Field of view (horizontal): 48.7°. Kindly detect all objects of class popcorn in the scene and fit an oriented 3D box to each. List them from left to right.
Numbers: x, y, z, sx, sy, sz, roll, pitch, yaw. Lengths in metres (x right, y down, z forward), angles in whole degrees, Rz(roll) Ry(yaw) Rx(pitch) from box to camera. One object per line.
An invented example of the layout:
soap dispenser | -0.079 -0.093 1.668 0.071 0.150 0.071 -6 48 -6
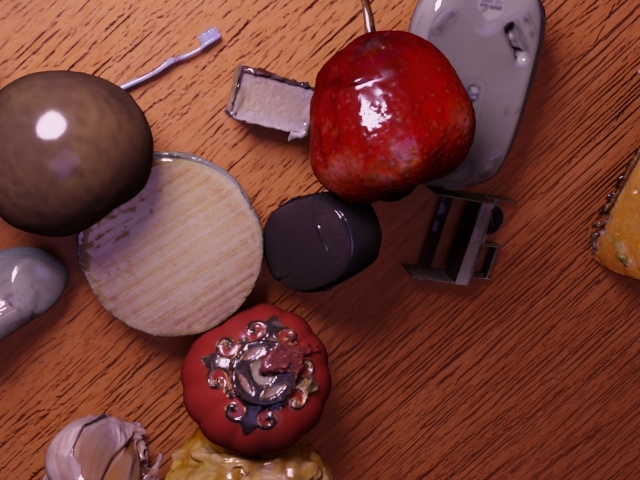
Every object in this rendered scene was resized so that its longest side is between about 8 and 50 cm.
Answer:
popcorn | -0.092 0.412 1.113 0.264 0.332 0.225 1 93 -44

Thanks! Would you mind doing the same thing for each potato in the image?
potato | -0.068 -0.192 0.977 0.122 0.061 0.086 11 108 -25

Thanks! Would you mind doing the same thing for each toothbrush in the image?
toothbrush | -0.217 -0.228 0.934 0.193 0.013 0.019 -32 113 -4

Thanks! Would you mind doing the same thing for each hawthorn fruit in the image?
hawthorn fruit | 0.084 -0.183 0.918 0.210 0.230 0.266 -5 88 -6

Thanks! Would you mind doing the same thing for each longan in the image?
longan | -0.311 -0.109 0.858 0.212 0.198 0.198 -18 118 -9

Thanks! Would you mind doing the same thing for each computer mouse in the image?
computer mouse | 0.212 -0.232 1.039 0.197 0.095 0.331 6 120 -5

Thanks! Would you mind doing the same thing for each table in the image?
table | 0.239 -0.005 1.169 0.175 0.062 0.146 8 110 -19

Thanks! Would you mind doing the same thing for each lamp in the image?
lamp | -0.094 0.204 1.054 0.226 0.227 0.227 -7 115 -16

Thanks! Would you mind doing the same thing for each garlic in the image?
garlic | -0.348 0.382 1.098 0.142 0.178 0.230 -21 103 25

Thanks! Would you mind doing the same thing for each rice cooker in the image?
rice cooker | -0.001 0.000 1.018 0.118 0.203 0.142 -18 91 -40

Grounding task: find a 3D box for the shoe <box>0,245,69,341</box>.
shoe | -0.462 0.097 0.945 0.250 0.100 0.103 -26 118 -4

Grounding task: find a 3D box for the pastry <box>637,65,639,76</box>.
pastry | 0.641 -0.315 1.147 0.265 0.103 0.112 -32 113 0

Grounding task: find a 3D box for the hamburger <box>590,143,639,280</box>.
hamburger | 0.666 -0.066 1.127 0.268 0.287 0.446 -7 136 -23

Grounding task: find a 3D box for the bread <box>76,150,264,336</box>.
bread | -0.209 0.006 0.999 0.266 0.040 0.267 -2 102 -11
